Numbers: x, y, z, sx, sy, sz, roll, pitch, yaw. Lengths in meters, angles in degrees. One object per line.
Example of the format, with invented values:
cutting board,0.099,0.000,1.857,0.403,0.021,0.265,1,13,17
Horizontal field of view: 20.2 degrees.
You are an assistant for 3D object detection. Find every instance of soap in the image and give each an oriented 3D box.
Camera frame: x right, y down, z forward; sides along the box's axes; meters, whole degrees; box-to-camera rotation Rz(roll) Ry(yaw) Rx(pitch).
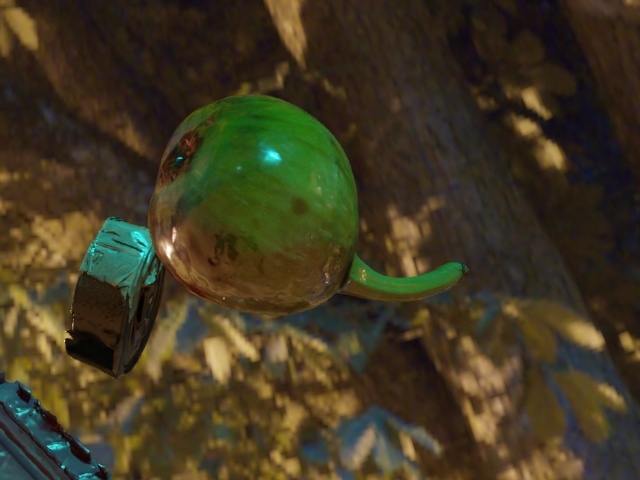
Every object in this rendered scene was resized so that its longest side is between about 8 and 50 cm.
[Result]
soap,-0.242,0.231,1.439,0.162,0.250,0.099,-20,-42,-40

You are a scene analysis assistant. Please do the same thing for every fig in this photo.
fig,0.000,0.000,1.193,0.245,0.149,0.149,29,-61,-32

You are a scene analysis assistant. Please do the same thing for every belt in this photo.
belt,-0.164,0.047,1.478,0.058,0.105,0.140,19,-53,9
